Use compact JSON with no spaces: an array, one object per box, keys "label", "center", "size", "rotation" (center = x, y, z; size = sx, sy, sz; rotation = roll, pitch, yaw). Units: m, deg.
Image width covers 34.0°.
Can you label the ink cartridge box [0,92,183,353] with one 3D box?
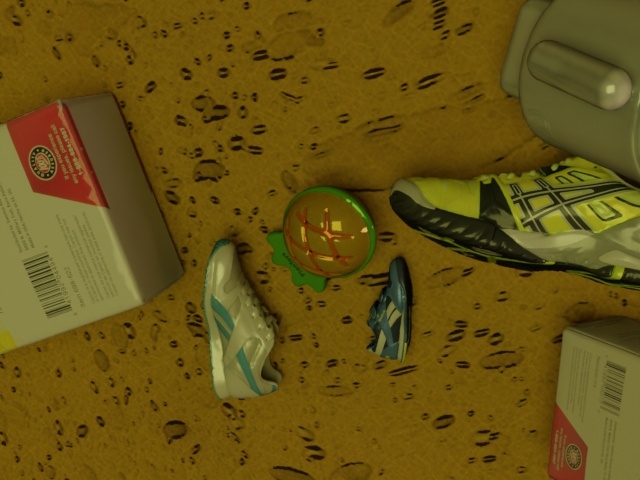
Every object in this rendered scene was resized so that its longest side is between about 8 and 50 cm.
[{"label":"ink cartridge box","center":[-0.424,-0.004,1.417],"size":[0.385,0.160,0.279],"rotation":[-18,98,17]}]

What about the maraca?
[{"label":"maraca","center":[0.000,0.000,1.355],"size":[0.127,0.099,0.186],"rotation":[48,135,1]}]

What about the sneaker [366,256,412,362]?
[{"label":"sneaker","center":[0.090,0.091,1.376],"size":[0.059,0.053,0.144],"rotation":[6,104,14]}]

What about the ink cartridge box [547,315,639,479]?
[{"label":"ink cartridge box","center":[0.414,0.230,1.218],"size":[0.283,0.117,0.207],"rotation":[22,114,52]}]

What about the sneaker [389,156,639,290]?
[{"label":"sneaker","center":[0.277,-0.037,1.274],"size":[0.385,0.145,0.147],"rotation":[12,85,8]}]

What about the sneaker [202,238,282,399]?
[{"label":"sneaker","center":[-0.106,0.105,1.416],"size":[0.092,0.087,0.228],"rotation":[-4,110,7]}]

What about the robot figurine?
[{"label":"robot figurine","center":[0.357,-0.165,1.120],"size":[0.353,0.300,0.199],"rotation":[33,119,47]}]
